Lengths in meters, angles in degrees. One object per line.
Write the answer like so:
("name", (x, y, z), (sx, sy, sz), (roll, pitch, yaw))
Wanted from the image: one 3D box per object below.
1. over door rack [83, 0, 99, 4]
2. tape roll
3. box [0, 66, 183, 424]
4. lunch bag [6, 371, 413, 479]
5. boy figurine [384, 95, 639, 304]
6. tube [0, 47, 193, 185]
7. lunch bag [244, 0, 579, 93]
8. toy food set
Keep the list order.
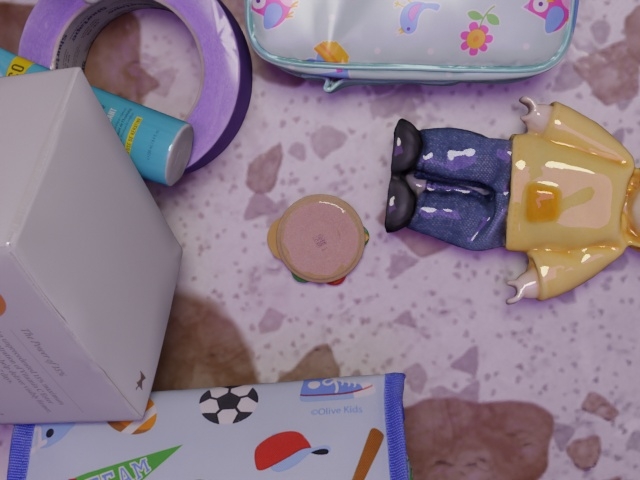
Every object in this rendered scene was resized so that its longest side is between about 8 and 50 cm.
("over door rack", (-0.323, -0.278, 0.771), (0.239, 0.108, 0.324), (-24, 69, 7))
("tape roll", (-0.157, -0.144, 0.805), (0.188, 0.080, 0.189), (0, 96, 3))
("box", (-0.312, 0.020, 0.708), (0.345, 0.168, 0.215), (-4, 140, 14))
("lunch bag", (-0.074, 0.324, 0.701), (0.327, 0.239, 0.386), (-7, 51, 4))
("boy figurine", (0.197, -0.028, 0.790), (0.285, 0.092, 0.177), (10, 94, 6))
("tube", (-0.206, -0.100, 0.752), (0.207, 0.052, 0.080), (18, 84, 8))
("lunch bag", (0.070, -0.232, 0.766), (0.279, 0.108, 0.224), (3, 101, 5))
("toy food set", (0.000, 0.000, 0.839), (0.083, 0.020, 0.082), (-44, 92, 6))
